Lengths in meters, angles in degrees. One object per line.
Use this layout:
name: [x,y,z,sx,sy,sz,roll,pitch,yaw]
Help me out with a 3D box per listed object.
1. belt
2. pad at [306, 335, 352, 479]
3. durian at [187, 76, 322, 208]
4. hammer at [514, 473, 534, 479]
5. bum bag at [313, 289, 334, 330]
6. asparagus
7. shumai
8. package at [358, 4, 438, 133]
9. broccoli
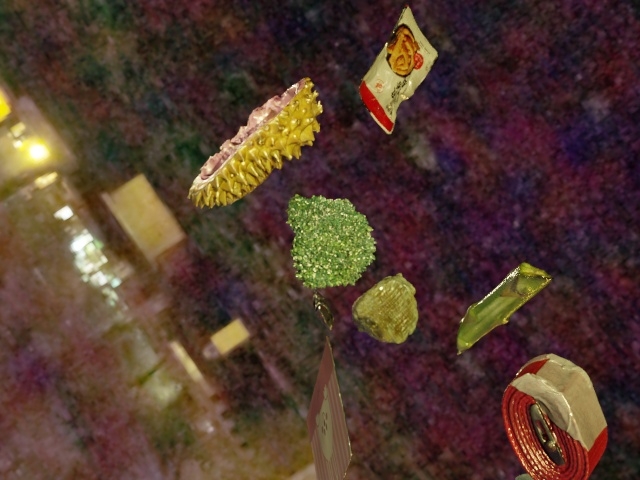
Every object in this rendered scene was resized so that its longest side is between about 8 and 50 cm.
belt: [0.374,0.283,1.436,0.128,0.124,0.201,-18,96,39]
pad: [0.009,0.315,1.463,0.300,0.005,0.202,102,161,-53]
durian: [-0.098,-0.170,1.683,0.112,0.341,0.191,51,158,-21]
hammer: [0.529,0.683,2.207,0.158,0.041,0.227,-38,53,48]
bum bag: [0.005,0.158,2.056,0.058,0.034,0.124,64,179,-24]
asparagus: [0.400,0.152,2.061,0.085,0.082,0.343,54,136,14]
shumai: [0.151,0.158,2.276,0.184,0.184,0.142,61,169,-20]
package: [0.160,-0.354,1.885,0.030,0.239,0.154,13,154,44]
broccoli: [0.000,0.000,1.872,0.220,0.194,0.194,55,168,-9]
